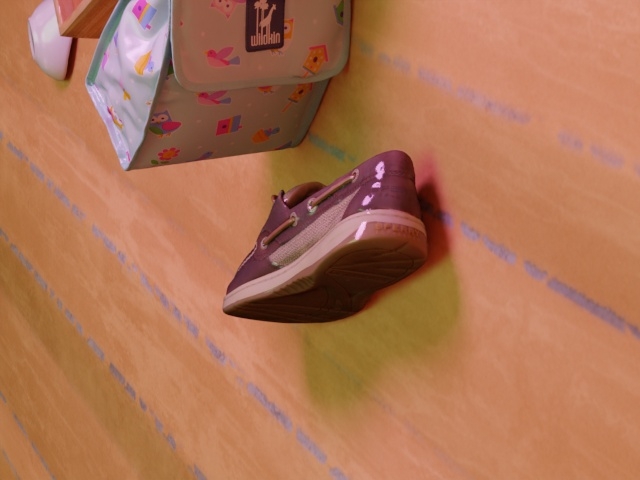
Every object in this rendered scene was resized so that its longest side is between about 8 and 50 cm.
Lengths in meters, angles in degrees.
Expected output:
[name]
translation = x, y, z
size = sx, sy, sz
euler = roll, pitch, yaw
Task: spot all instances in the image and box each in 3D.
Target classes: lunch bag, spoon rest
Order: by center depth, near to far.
[lunch bag]
translation = -0.098, -0.206, 1.441
size = 0.160, 0.223, 0.262
euler = 63, 144, 26
[spoon rest]
translation = -0.425, -0.365, 2.230
size = 0.276, 0.084, 0.137
euler = 106, 150, -60

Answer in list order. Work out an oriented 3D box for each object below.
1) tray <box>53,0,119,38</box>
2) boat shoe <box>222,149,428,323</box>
[tray]
translation = -0.236, -0.442, 1.771
size = 0.411, 0.076, 0.203
euler = -33, 65, 51
[boat shoe]
translation = 0.000, 0.000, 1.419
size = 0.342, 0.123, 0.123
euler = 144, 131, -59
